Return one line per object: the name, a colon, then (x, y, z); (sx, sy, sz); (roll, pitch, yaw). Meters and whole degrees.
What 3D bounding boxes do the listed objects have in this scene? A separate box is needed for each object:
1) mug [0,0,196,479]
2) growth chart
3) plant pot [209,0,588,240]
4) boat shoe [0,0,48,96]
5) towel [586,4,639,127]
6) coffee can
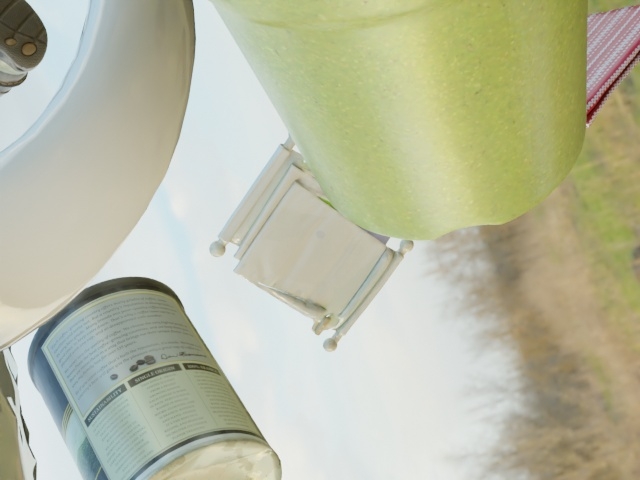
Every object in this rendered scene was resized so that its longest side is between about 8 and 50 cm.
mug: (-0.207, -0.007, 0.417); (0.276, 0.374, 0.328); (48, -164, -51)
growth chart: (0.000, 0.000, 1.316); (0.237, 0.172, 0.021); (40, -179, -42)
plant pot: (0.052, -0.147, 0.779); (0.276, 0.276, 0.254); (-102, -6, -45)
boat shoe: (-0.491, -0.313, 1.605); (0.355, 0.130, 0.132); (49, -145, 7)
towel: (0.287, -0.201, 1.566); (0.031, 0.199, 0.275); (47, 162, -20)
coffee can: (-0.193, 0.203, 1.498); (0.275, 0.201, 0.201); (52, 174, 40)
